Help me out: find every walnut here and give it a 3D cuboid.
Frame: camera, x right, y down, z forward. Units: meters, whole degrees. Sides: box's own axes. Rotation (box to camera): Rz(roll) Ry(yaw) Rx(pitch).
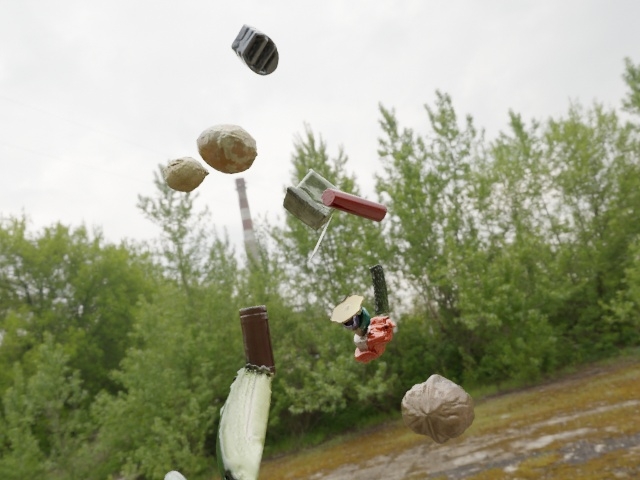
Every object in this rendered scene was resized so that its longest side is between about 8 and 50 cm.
[{"bbox_3d":[0.434,0.623,1.917,0.274,0.226,0.273,23,-3,1],"label":"walnut"}]

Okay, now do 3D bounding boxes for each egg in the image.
[{"bbox_3d":[-0.369,-0.362,2.047,0.246,0.203,0.203,12,-20,-11],"label":"egg"},{"bbox_3d":[-0.433,-0.212,1.663,0.140,0.116,0.118,-7,-5,9],"label":"egg"}]

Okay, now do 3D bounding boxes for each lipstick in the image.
[{"bbox_3d":[0.126,-0.125,1.859,0.280,0.073,0.073,14,-28,-41],"label":"lipstick"}]

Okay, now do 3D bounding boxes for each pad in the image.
[{"bbox_3d":[0.000,0.000,1.395,0.006,0.113,0.187,26,-17,-1],"label":"pad"}]

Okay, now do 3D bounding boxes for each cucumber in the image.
[{"bbox_3d":[0.219,0.181,1.916,0.058,0.186,0.058,-7,-5,-1],"label":"cucumber"},{"bbox_3d":[-0.161,0.407,1.064,0.105,0.145,0.325,9,22,-5],"label":"cucumber"}]

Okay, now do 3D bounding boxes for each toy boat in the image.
[{"bbox_3d":[-0.213,-0.643,1.785,0.127,0.078,0.283,-57,-9,8],"label":"toy boat"}]

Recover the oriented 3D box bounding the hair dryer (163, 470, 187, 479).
[{"bbox_3d":[-0.489,0.864,1.625,0.229,0.092,0.267,28,26,28],"label":"hair dryer"}]

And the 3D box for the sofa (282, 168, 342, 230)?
[{"bbox_3d":[-0.020,-0.186,2.150,0.225,0.210,0.176,-49,-7,-26],"label":"sofa"}]

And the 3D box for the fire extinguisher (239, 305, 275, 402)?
[{"bbox_3d":[-0.215,0.412,1.857,0.102,0.343,0.138,-11,-11,4],"label":"fire extinguisher"}]

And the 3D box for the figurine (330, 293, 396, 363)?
[{"bbox_3d":[0.182,0.355,2.042,0.208,0.257,0.181,-40,20,-11],"label":"figurine"}]
